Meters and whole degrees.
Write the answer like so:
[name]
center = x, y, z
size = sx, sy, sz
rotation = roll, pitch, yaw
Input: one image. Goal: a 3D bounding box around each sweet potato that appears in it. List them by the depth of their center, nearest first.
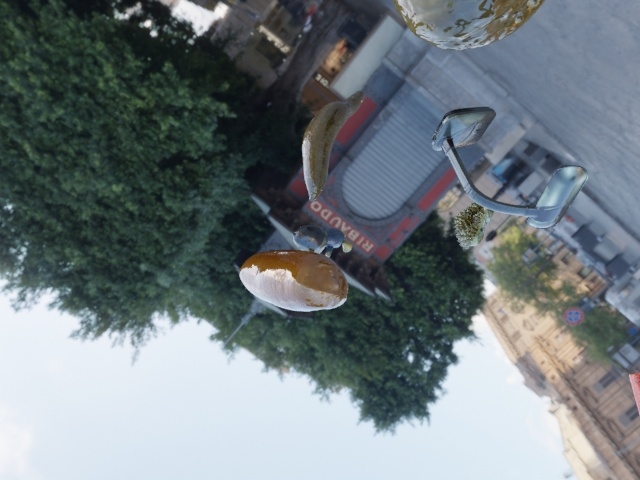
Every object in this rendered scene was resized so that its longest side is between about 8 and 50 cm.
[sweet potato]
center = 0.017, -0.267, 1.323
size = 0.079, 0.346, 0.108
rotation = 12, 155, 33

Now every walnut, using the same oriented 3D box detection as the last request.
[walnut]
center = 0.284, -0.517, 0.963
size = 0.333, 0.333, 0.333
rotation = 37, -165, -12

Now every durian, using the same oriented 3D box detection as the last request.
[durian]
center = 0.442, -0.054, 1.543
size = 0.102, 0.146, 0.208
rotation = 30, 162, 11

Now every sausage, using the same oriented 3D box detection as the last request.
[sausage]
center = -0.045, 0.057, 0.786
size = 0.098, 0.098, 0.238
rotation = 33, 166, -27

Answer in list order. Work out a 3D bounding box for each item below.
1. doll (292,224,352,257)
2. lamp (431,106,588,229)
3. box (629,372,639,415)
[doll]
center = 0.000, 0.000, 1.391
size = 0.179, 0.089, 0.102
rotation = 13, -138, -36
[lamp]
center = 0.343, -0.151, 0.996
size = 0.283, 0.125, 0.203
rotation = 56, 158, 20
[box]
center = 0.540, 0.273, 0.823
size = 0.152, 0.048, 0.100
rotation = 29, -134, -30
